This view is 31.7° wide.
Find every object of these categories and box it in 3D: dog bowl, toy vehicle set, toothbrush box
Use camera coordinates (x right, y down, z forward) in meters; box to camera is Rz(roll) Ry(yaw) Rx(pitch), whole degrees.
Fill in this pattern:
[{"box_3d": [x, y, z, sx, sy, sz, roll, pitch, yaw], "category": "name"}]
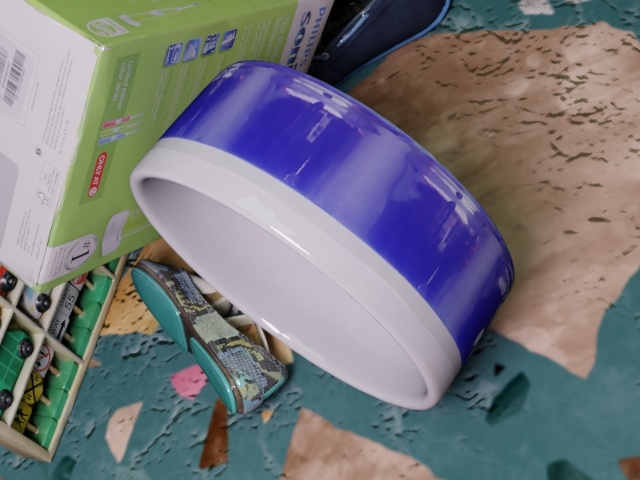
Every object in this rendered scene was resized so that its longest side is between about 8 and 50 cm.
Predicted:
[{"box_3d": [0.000, 0.000, 0.796, 0.265, 0.265, 0.104, 25, 70, 36], "category": "dog bowl"}, {"box_3d": [-0.240, 0.032, 0.956, 0.035, 0.166, 0.267, 2, 61, 27], "category": "toy vehicle set"}, {"box_3d": [-0.137, -0.111, 0.876, 0.122, 0.206, 0.283, 36, 34, 20], "category": "toothbrush box"}]

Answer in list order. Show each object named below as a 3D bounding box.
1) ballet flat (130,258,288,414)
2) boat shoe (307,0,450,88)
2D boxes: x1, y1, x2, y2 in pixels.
[{"box_3d": [-0.089, 0.071, 0.934, 0.070, 0.070, 0.188, -41, 53, -3], "category": "ballet flat"}, {"box_3d": [-0.010, -0.194, 1.038, 0.258, 0.089, 0.109, -36, 51, 1], "category": "boat shoe"}]
